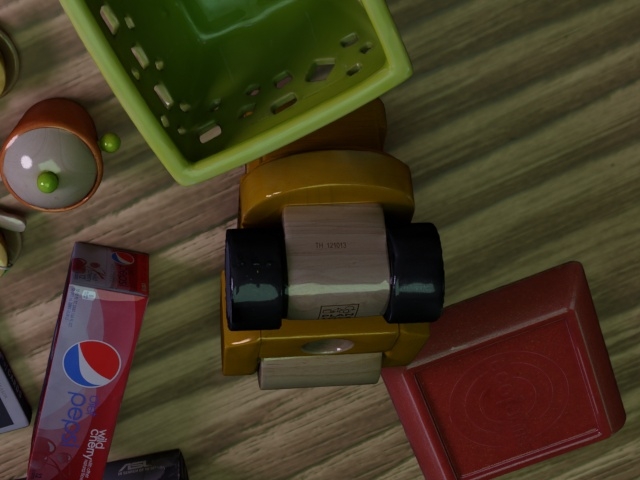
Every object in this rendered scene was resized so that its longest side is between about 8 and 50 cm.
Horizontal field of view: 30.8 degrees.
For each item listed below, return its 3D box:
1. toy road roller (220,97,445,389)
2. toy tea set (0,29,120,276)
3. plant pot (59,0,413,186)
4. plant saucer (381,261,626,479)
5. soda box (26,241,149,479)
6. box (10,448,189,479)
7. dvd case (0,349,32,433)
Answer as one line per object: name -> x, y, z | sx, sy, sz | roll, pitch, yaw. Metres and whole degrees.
toy road roller -> 0.000, 0.000, 1.168 | 0.202, 0.240, 0.329 | -2, 157, -7
toy tea set -> -0.351, -0.036, 1.114 | 0.200, 0.124, 0.336 | 31, 112, -22
plant pot -> -0.077, -0.220, 0.995 | 0.227, 0.207, 0.228 | -25, 120, 8
plant saucer -> 0.217, 0.178, 1.356 | 0.259, 0.048, 0.258 | -21, 120, 4
soda box -> -0.250, 0.139, 1.247 | 0.083, 0.092, 0.263 | 10, 118, -14
box -> -0.295, 0.361, 1.284 | 0.307, 0.242, 0.076 | -10, 121, -1
dvd case -> -0.461, 0.161, 1.270 | 0.238, 0.029, 0.179 | -15, 121, 2
